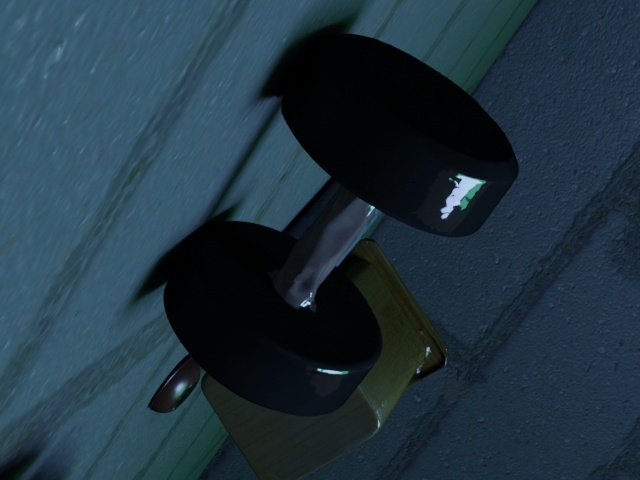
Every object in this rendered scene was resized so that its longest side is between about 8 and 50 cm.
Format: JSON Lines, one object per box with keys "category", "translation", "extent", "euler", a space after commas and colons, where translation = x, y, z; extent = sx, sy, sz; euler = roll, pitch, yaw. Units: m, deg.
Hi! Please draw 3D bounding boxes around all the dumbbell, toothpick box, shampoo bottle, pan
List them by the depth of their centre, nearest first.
{"category": "dumbbell", "translation": [0.010, -0.007, 0.718], "extent": [0.218, 0.152, 0.152], "euler": [-56, 175, 25]}
{"category": "pan", "translation": [-0.134, 0.140, 1.132], "extent": [0.068, 0.023, 0.115], "euler": [-58, 173, 35]}
{"category": "shampoo bottle", "translation": [0.000, 0.000, 1.174], "extent": [0.214, 0.072, 0.072], "euler": [-49, 174, -40]}
{"category": "toothpick box", "translation": [0.005, 0.141, 1.249], "extent": [0.187, 0.190, 0.308], "euler": [-32, -179, 17]}
